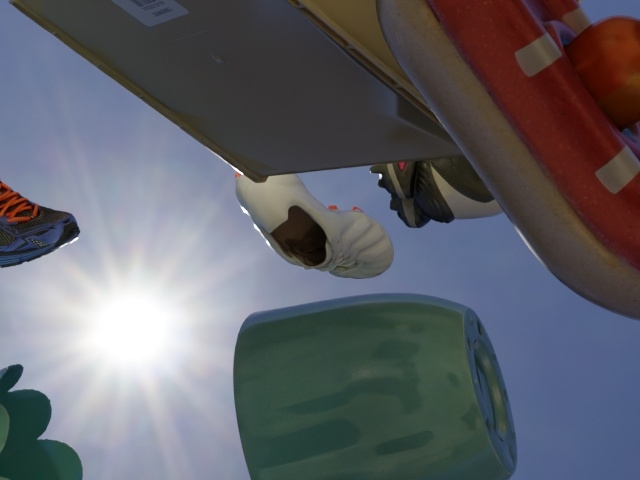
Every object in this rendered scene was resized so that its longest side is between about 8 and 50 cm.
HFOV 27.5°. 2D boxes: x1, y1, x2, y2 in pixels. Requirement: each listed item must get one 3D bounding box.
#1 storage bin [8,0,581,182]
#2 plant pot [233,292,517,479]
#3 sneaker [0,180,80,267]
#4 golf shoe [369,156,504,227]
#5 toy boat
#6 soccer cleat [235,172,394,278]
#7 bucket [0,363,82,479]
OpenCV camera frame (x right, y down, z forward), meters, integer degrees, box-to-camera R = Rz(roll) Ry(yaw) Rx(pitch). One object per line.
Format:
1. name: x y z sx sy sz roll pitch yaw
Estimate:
1. storage bin: -0.037 -0.156 0.793 0.262 0.260 0.123 0 -122 56
2. plant pot: 0.073 0.186 1.398 0.235 0.293 0.293 -17 -135 16
3. sneaker: -0.332 -0.031 1.280 0.221 0.087 0.083 10 -155 27
4. golf shoe: 0.117 -0.135 0.952 0.120 0.105 0.273 -1 -113 22
5. toy boat: 0.144 -0.079 0.606 0.231 0.151 0.151 54 -156 -3
6. soccer cleat: 0.000 0.000 1.046 0.068 0.196 0.076 -37 -128 17
7. bucket: -0.218 0.232 0.779 0.183 0.281 0.281 -23 -129 -6
